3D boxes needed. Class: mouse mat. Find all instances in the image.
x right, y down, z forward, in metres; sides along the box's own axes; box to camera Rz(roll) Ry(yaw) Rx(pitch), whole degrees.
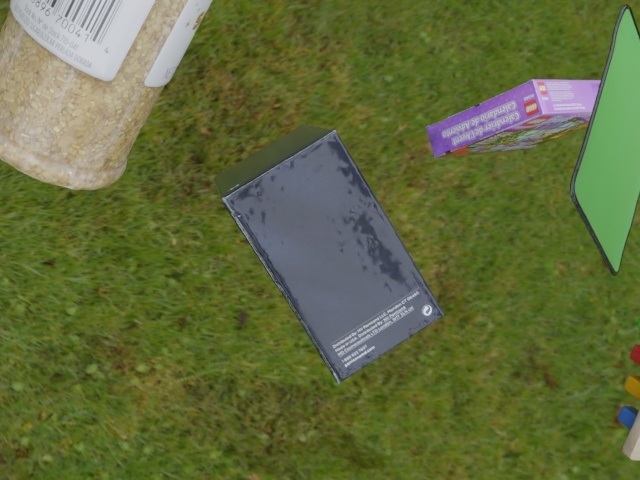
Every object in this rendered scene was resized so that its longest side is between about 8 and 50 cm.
[{"bbox_3d":[0.254,-0.082,0.717,0.152,0.007,0.189,44,60,-47],"label":"mouse mat"}]

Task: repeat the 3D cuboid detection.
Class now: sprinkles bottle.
[{"bbox_3d":[-0.111,-0.205,0.546,0.121,0.121,0.355,22,115,-28],"label":"sprinkles bottle"}]

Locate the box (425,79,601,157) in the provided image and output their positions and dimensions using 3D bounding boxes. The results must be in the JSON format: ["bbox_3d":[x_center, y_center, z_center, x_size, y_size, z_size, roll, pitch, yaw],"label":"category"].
[{"bbox_3d":[0.337,-0.196,1.360,0.293,0.201,0.057,-11,83,-46],"label":"box"}]

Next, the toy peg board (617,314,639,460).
[{"bbox_3d":[0.408,0.160,0.953,0.161,0.079,0.160,10,106,-27],"label":"toy peg board"}]

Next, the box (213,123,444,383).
[{"bbox_3d":[0.000,0.000,1.217,0.183,0.296,0.294,-33,103,-3],"label":"box"}]
